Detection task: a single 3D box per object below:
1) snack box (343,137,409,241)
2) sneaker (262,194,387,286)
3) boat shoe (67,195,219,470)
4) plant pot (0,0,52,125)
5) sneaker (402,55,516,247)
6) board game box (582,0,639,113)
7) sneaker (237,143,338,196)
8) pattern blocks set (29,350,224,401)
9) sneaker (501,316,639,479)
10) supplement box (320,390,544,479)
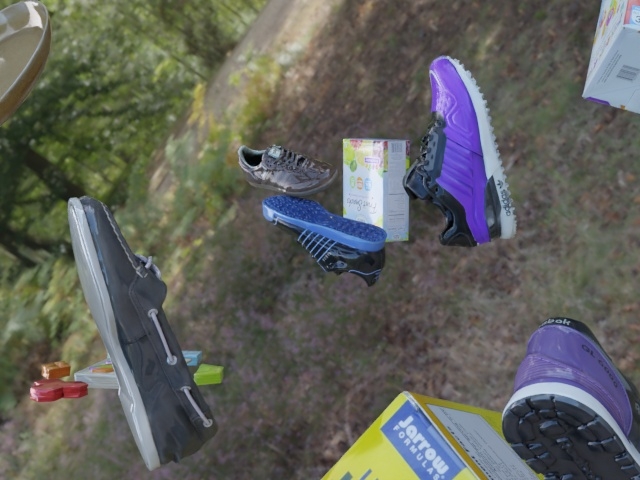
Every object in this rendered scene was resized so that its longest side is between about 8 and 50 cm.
[{"bbox_3d":[0.114,-0.109,1.876,0.174,0.070,0.207,14,108,63],"label":"snack box"},{"bbox_3d":[0.000,0.000,1.430,0.081,0.232,0.091,-29,-47,-47],"label":"sneaker"},{"bbox_3d":[-0.194,0.097,0.997,0.095,0.335,0.112,-21,24,-22],"label":"boat shoe"},{"bbox_3d":[-0.381,-0.169,0.992,0.236,0.032,0.236,-22,45,24],"label":"plant pot"},{"bbox_3d":[0.188,-0.125,1.345,0.146,0.294,0.102,-17,2,0],"label":"sneaker"},{"bbox_3d":[0.428,-0.302,1.082,0.144,0.142,0.275,98,-171,-66],"label":"board game box"},{"bbox_3d":[-0.061,-0.119,1.467,0.188,0.071,0.066,5,51,35],"label":"sneaker"},{"bbox_3d":[-0.294,0.203,1.400,0.325,0.285,0.026,-159,70,-83],"label":"pattern blocks set"},{"bbox_3d":[0.261,0.182,0.760,0.107,0.283,0.124,-18,30,34],"label":"sneaker"},{"bbox_3d":[0.172,0.328,1.062,0.195,0.356,0.194,-49,56,11],"label":"supplement box"}]
